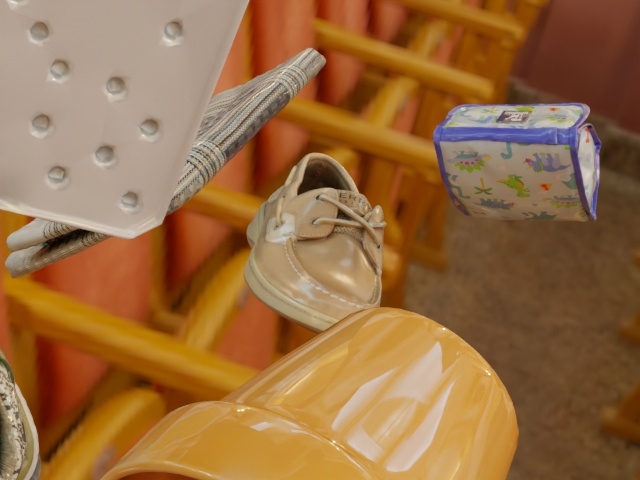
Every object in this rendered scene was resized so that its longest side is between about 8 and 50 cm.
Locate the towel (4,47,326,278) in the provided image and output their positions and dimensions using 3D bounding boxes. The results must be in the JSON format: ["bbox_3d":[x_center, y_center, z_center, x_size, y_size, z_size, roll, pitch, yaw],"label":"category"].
[{"bbox_3d":[-0.179,-0.090,1.905,0.056,0.324,0.312,55,47,-14],"label":"towel"}]

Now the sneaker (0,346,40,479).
[{"bbox_3d":[-0.376,0.074,1.651,0.158,0.410,0.182,-32,6,-21],"label":"sneaker"}]

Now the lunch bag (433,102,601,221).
[{"bbox_3d":[0.176,-0.074,1.544,0.129,0.096,0.151,1,-10,17],"label":"lunch bag"}]

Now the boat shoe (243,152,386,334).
[{"bbox_3d":[0.000,0.000,1.630,0.122,0.110,0.341,25,13,-18],"label":"boat shoe"}]

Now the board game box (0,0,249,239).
[{"bbox_3d":[-0.196,-0.221,0.803,0.390,0.390,0.050,14,20,-24],"label":"board game box"}]

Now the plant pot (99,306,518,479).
[{"bbox_3d":[0.009,0.142,0.958,0.205,0.205,0.188,25,48,21],"label":"plant pot"}]
